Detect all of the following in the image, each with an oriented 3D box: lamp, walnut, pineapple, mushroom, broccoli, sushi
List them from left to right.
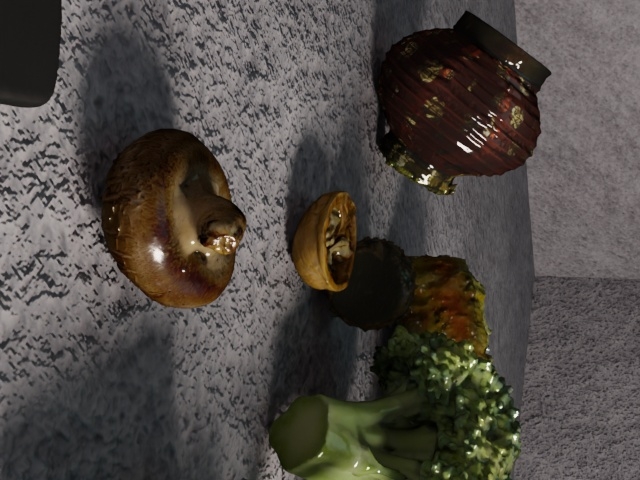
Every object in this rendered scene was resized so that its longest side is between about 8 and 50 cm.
[{"bbox_3d":[-0.094,-0.012,0.527,0.109,0.085,0.126,-119,-175,-46],"label":"mushroom"},{"bbox_3d":[0.000,0.000,0.831,0.121,0.052,0.091,-68,150,-50],"label":"walnut"},{"bbox_3d":[0.062,0.042,0.959,0.198,0.108,0.108,-48,137,-80],"label":"pineapple"},{"bbox_3d":[0.089,0.230,0.824,0.260,0.235,0.288,63,20,-55],"label":"broccoli"},{"bbox_3d":[0.175,0.149,1.162,0.184,0.139,0.274,63,22,-66],"label":"sushi"},{"bbox_3d":[0.182,-0.179,1.100,0.247,0.247,0.247,1,90,-70],"label":"lamp"}]

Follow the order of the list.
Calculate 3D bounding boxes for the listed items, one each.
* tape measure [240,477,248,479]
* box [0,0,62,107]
[{"bbox_3d":[-0.090,0.243,0.505,0.200,0.106,0.175,-46,153,-66],"label":"tape measure"},{"bbox_3d":[-0.173,-0.131,0.386,0.125,0.027,0.126,-4,96,-68],"label":"box"}]
